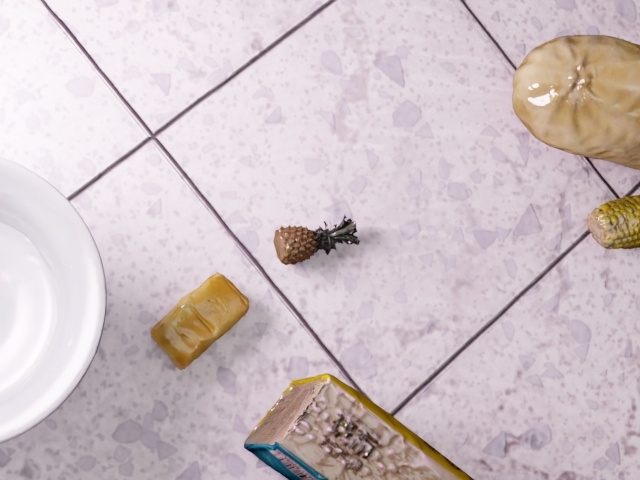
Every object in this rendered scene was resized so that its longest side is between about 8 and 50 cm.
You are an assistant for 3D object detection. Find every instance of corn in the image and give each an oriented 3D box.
[{"bbox_3d":[0.546,-0.043,1.699,0.319,0.097,0.097,-10,84,-16],"label":"corn"}]

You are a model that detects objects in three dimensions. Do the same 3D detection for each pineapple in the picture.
[{"bbox_3d":[0.000,0.000,1.555,0.124,0.058,0.058,-9,84,-18],"label":"pineapple"}]

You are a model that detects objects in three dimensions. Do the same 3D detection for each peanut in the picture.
[{"bbox_3d":[0.460,-0.192,1.646,0.387,0.192,0.170,12,71,-13],"label":"peanut"}]

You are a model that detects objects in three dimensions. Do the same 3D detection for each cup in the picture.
[{"bbox_3d":[-0.436,0.076,1.361,0.347,0.163,0.347,2,81,-15],"label":"cup"}]

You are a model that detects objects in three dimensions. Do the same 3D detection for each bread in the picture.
[{"bbox_3d":[-0.158,0.104,1.493,0.132,0.053,0.074,-40,93,-20],"label":"bread"}]

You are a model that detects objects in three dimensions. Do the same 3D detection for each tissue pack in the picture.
[{"bbox_3d":[0.058,0.289,1.452,0.271,0.192,0.134,39,75,-8],"label":"tissue pack"}]
